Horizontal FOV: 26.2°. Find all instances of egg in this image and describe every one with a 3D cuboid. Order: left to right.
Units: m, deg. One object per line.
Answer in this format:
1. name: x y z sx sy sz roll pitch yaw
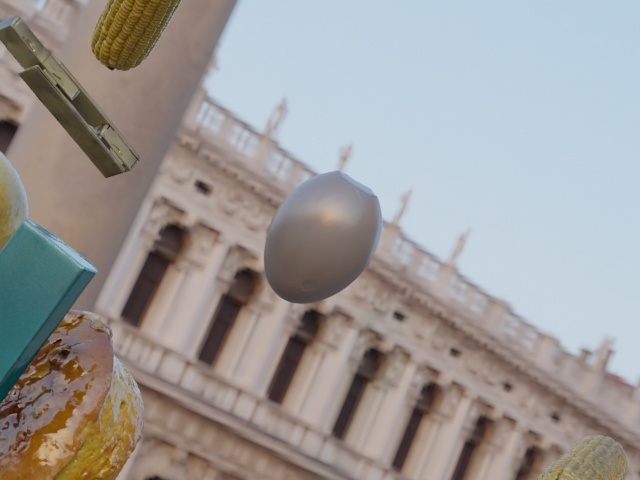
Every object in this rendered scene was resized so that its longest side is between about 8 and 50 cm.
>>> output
1. egg: 0.000 0.000 2.263 0.176 0.232 0.176 31 16 -10

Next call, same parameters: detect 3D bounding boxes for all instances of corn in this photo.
1. corn: -0.223 -0.290 1.707 0.081 0.081 0.248 27 -32 -13
2. corn: 0.298 0.274 1.566 0.080 0.080 0.238 17 15 22

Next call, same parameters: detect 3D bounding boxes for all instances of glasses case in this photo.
1. glasses case: -0.422 0.127 1.791 0.117 0.301 0.070 38 3 17

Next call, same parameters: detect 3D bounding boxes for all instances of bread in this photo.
1. bread: -0.425 0.277 2.038 0.337 0.358 0.204 5 -32 38

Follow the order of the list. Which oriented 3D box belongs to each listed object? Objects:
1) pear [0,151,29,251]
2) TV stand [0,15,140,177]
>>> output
1. pear: -0.665 -0.039 2.273 0.348 0.348 0.348 22 -14 6
2. TV stand: -0.320 -0.177 1.737 0.036 0.042 0.249 -12 -52 38
